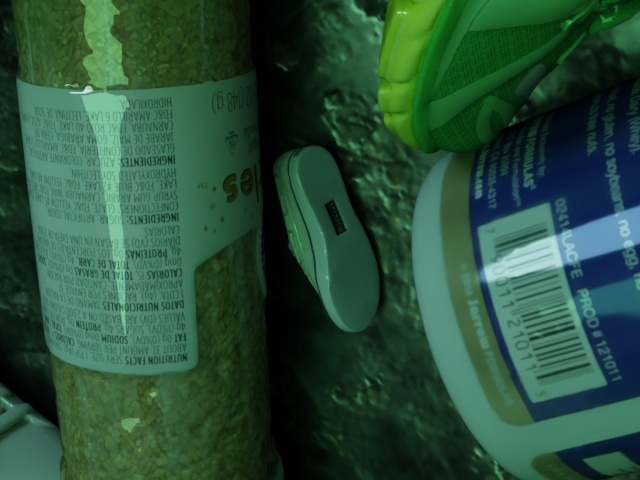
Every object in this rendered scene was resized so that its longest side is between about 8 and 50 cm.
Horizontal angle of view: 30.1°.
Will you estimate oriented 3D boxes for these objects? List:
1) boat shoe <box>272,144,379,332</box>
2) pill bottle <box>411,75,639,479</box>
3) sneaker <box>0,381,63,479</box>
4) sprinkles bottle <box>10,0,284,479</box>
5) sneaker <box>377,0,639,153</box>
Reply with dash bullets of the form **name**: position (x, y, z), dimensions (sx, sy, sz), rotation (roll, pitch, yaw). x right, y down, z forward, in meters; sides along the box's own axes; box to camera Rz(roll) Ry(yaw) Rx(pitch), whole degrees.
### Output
- **boat shoe**: position (0.000, 0.000, 0.612), dimensions (0.035, 0.035, 0.100), rotation (-2, 112, 54)
- **pill bottle**: position (0.181, -0.004, 0.453), dimensions (0.264, 0.153, 0.153), rotation (-19, 98, 29)
- **sneaker**: position (-0.252, 0.082, 0.712), dimensions (0.290, 0.106, 0.123), rotation (24, 118, 18)
- **sprinkles bottle**: position (-0.085, 0.002, 0.598), dimensions (0.121, 0.121, 0.356), rotation (6, 109, 23)
- **sneaker**: position (0.103, -0.109, 0.367), dimensions (0.123, 0.109, 0.295), rotation (26, 145, -5)
